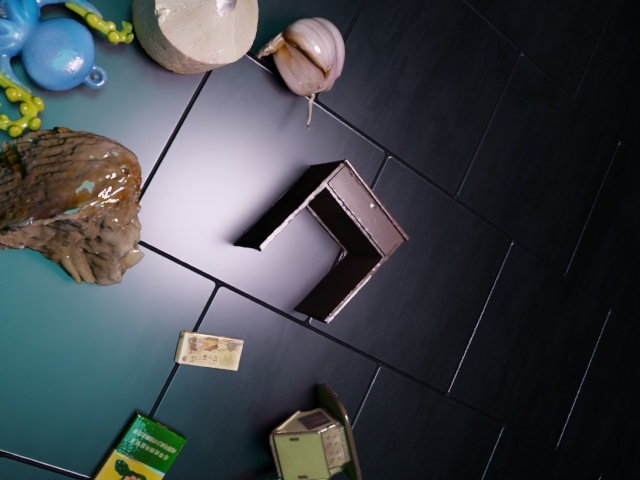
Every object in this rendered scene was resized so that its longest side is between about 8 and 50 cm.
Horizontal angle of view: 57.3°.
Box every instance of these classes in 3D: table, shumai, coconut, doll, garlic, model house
[{"bbox_3d":[0.000,0.000,1.360,0.282,0.196,0.250,-46,112,-16],"label":"table"},{"bbox_3d":[-0.479,-0.058,1.144,0.346,0.283,0.217,-22,61,4],"label":"shumai"},{"bbox_3d":[-0.245,-0.461,1.178,0.239,0.244,0.239,0,90,-33],"label":"coconut"},{"bbox_3d":[-0.577,-0.380,1.124,0.341,0.099,0.346,28,76,-12],"label":"doll"},{"bbox_3d":[-0.059,-0.389,1.329,0.207,0.207,0.256,20,83,-26],"label":"garlic"},{"bbox_3d":[-0.070,0.490,1.366,0.279,0.205,0.218,-14,98,-17],"label":"model house"}]

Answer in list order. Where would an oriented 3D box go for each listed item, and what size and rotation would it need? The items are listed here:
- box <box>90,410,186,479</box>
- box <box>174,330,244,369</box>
[{"bbox_3d":[-0.413,0.507,1.274,0.132,0.034,0.235,37,77,-24],"label":"box"},{"bbox_3d":[-0.254,0.253,1.346,0.149,0.020,0.073,13,88,-26],"label":"box"}]
